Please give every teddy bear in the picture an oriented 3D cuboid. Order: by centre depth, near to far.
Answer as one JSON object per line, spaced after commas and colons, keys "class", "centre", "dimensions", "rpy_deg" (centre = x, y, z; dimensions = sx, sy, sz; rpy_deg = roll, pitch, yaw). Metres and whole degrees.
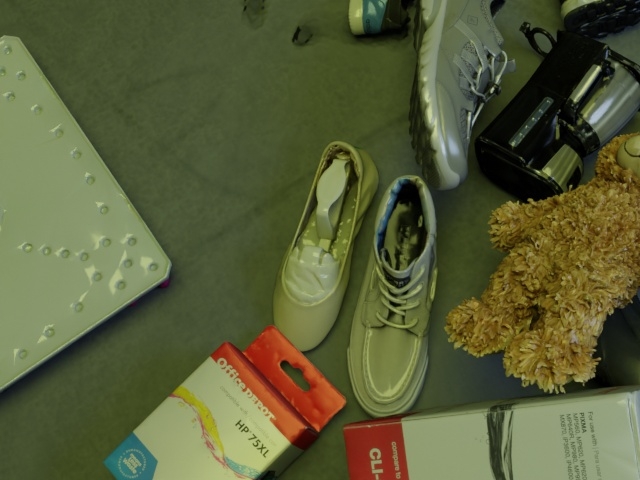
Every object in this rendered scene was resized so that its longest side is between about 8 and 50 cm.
{"class": "teddy bear", "centre": [0.266, 0.006, 1.118], "dimensions": [0.338, 0.113, 0.245], "rpy_deg": [-35, 28, -2]}

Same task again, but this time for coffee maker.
{"class": "coffee maker", "centre": [0.258, -0.139, 1.305], "dimensions": [0.178, 0.120, 0.171], "rpy_deg": [-48, 39, -11]}

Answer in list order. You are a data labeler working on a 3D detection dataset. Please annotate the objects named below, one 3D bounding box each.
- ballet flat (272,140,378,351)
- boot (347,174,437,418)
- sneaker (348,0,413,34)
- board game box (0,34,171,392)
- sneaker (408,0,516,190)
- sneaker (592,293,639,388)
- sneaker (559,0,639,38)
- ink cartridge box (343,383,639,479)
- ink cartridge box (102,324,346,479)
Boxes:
{"class": "ballet flat", "centre": [0.000, 0.000, 1.291], "dimensions": [0.086, 0.086, 0.249], "rpy_deg": [14, 73, 11]}
{"class": "boot", "centre": [0.077, 0.058, 1.239], "dimensions": [0.095, 0.123, 0.258], "rpy_deg": [4, 71, 8]}
{"class": "sneaker", "centre": [0.080, -0.328, 1.406], "dimensions": [0.084, 0.058, 0.152], "rpy_deg": [-1, 75, 12]}
{"class": "board game box", "centre": [-0.429, 0.002, 1.355], "dimensions": [0.390, 0.050, 0.390], "rpy_deg": [-34, 70, -6]}
{"class": "sneaker", "centre": [0.160, -0.185, 1.252], "dimensions": [0.115, 0.105, 0.281], "rpy_deg": [5, 66, 0]}
{"class": "sneaker", "centre": [0.294, 0.099, 1.222], "dimensions": [0.130, 0.109, 0.286], "rpy_deg": [-18, 61, 7]}
{"class": "sneaker", "centre": [0.409, -0.328, 1.352], "dimensions": [0.271, 0.100, 0.108], "rpy_deg": [-13, 65, 2]}
{"class": "ink cartridge box", "centre": [0.188, 0.208, 1.086], "dimensions": [0.272, 0.197, 0.114], "rpy_deg": [-12, 82, 25]}
{"class": "ink cartridge box", "centre": [-0.099, 0.206, 1.223], "dimensions": [0.231, 0.078, 0.134], "rpy_deg": [-45, 72, -4]}
